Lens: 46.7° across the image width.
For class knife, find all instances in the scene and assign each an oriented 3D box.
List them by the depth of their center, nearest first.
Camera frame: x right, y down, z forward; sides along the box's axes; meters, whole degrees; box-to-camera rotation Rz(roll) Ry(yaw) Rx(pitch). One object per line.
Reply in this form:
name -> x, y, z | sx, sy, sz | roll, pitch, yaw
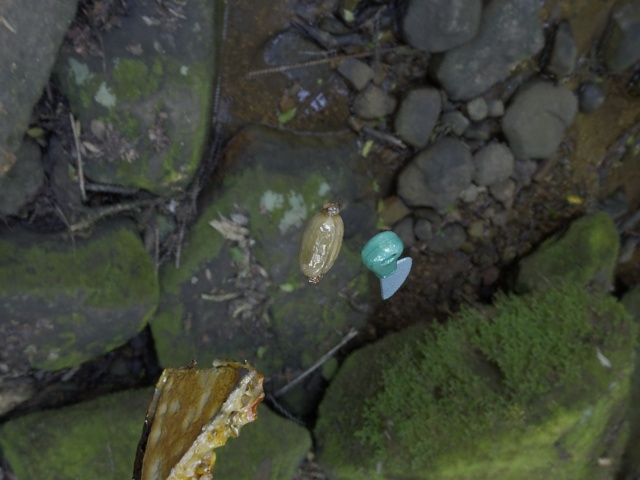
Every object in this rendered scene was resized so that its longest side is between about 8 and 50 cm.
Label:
knife -> 0.098, 0.038, 1.033 | 0.063, 0.035, 0.260 | -36, 161, -1

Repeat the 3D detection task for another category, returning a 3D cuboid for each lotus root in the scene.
lotus root -> 0.000, 0.000, 1.189 | 0.073, 0.062, 0.150 | -14, 127, -50

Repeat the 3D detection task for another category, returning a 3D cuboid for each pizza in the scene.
pizza -> -0.180, 0.245, 1.068 | 0.074, 0.251, 0.288 | 32, 104, -29
